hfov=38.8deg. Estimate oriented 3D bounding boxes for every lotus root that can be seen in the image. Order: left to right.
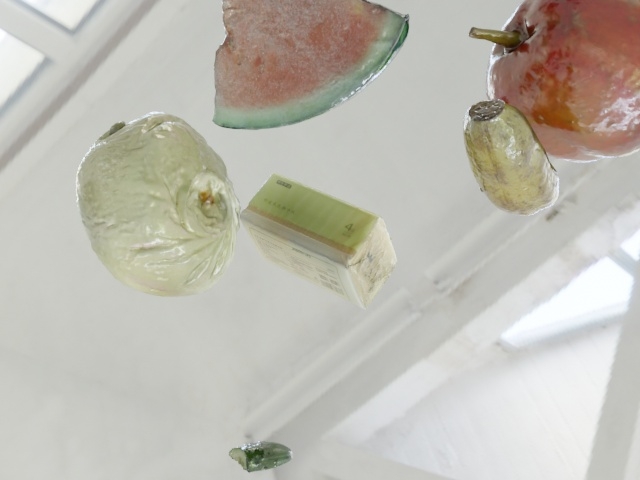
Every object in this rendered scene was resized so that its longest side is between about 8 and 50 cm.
[{"bbox_3d":[0.255,-0.104,1.234,0.110,0.258,0.097,10,-110,34],"label":"lotus root"}]

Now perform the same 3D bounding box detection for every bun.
[{"bbox_3d":[-0.190,-0.054,1.168,0.153,0.244,0.244,-14,-122,26],"label":"bun"}]

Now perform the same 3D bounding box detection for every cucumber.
[{"bbox_3d":[-0.098,0.369,1.593,0.067,0.107,0.035,25,-68,50],"label":"cucumber"}]

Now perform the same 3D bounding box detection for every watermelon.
[{"bbox_3d":[-0.016,-0.192,0.918,0.207,0.202,0.136,-20,-127,43],"label":"watermelon"}]

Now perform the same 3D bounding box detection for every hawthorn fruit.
[{"bbox_3d":[0.365,-0.261,1.340,0.287,0.330,0.287,-166,-90,-74],"label":"hawthorn fruit"}]

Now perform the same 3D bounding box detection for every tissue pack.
[{"bbox_3d":[0.000,0.000,1.570,0.234,0.159,0.125,24,-111,29],"label":"tissue pack"}]
